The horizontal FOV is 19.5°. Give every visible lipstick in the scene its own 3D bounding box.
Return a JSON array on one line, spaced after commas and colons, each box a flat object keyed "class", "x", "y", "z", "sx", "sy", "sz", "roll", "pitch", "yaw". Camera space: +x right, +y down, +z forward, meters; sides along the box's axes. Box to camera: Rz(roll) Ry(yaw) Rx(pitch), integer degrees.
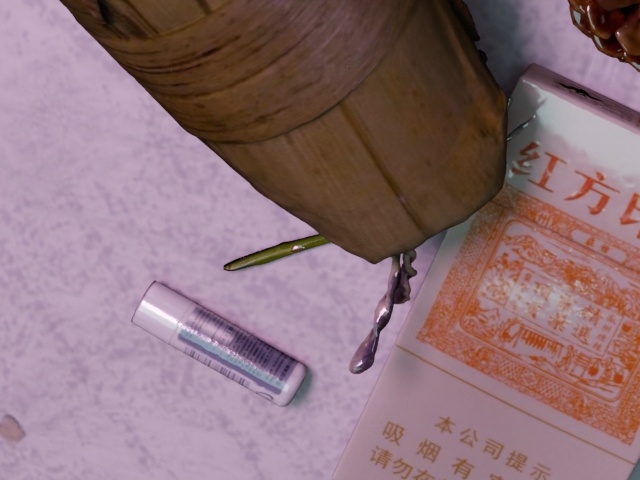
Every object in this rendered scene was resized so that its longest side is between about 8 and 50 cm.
[{"class": "lipstick", "x": -0.079, "y": 0.082, "z": 1.461, "sx": 0.141, "sy": 0.040, "sz": 0.040, "roll": 30, "pitch": 115, "yaw": 4}]

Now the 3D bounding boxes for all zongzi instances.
[{"class": "zongzi", "x": -0.051, "y": -0.218, "z": 1.309, "sx": 0.218, "sy": 0.467, "sz": 0.500, "roll": -33, "pitch": 135, "yaw": 9}]

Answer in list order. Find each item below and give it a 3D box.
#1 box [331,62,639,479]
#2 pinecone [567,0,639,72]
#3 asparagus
[{"class": "box", "x": 0.168, "y": 0.072, "z": 1.382, "sx": 0.204, "sy": 0.051, "sz": 0.365, "roll": 27, "pitch": 114, "yaw": 7}, {"class": "pinecone", "x": 0.235, "y": -0.180, "z": 1.209, "sx": 0.163, "sy": 0.165, "sz": 0.163, "roll": 1, "pitch": 107, "yaw": 2}, {"class": "asparagus", "x": 0.000, "y": 0.000, "z": 1.424, "sx": 0.166, "sy": 0.013, "sz": 0.016, "roll": -17, "pitch": 63, "yaw": 19}]
